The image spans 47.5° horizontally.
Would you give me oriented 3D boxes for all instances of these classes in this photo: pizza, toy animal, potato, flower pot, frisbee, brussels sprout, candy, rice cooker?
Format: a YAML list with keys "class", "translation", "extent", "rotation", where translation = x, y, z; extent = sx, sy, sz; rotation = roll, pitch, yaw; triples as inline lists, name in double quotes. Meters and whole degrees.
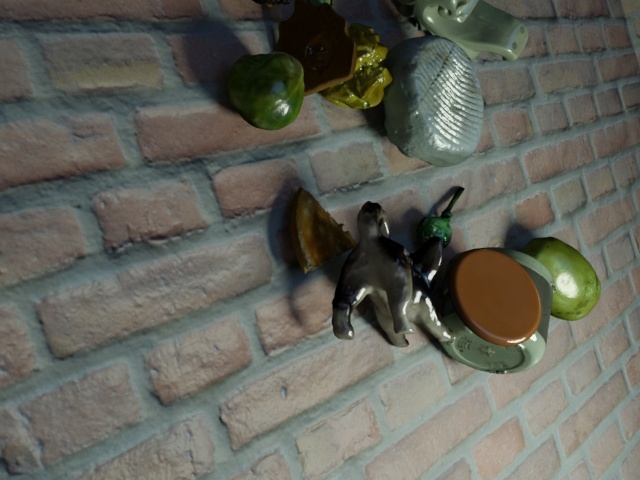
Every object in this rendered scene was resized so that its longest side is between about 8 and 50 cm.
- class: "pizza"
  translation: [0.000, 0.000, 1.618]
  extent: [0.193, 0.053, 0.201]
  rotation: [26, 50, -37]
- class: "toy animal"
  translation: [0.176, 0.080, 1.664]
  extent: [0.344, 0.194, 0.302]
  rotation: [21, 64, -59]
- class: "potato"
  translation: [0.727, 0.117, 2.218]
  extent: [0.304, 0.216, 0.216]
  rotation: [50, 49, -28]
- class: "flower pot"
  translation: [0.389, -0.632, 2.029]
  extent: [0.367, 0.254, 0.164]
  rotation: [36, 76, -36]
- class: "frisbee"
  translation: [0.412, 0.127, 1.707]
  extent: [0.251, 0.021, 0.250]
  rotation: [11, 58, -18]
- class: "brussels sprout"
  translation: [-0.110, -0.316, 1.536]
  extent: [0.161, 0.144, 0.181]
  rotation: [41, 58, 13]
- class: "candy"
  translation: [0.346, -0.074, 1.985]
  extent: [0.097, 0.097, 0.323]
  rotation: [59, 39, -16]
- class: "rice cooker"
  translation: [0.448, 0.174, 1.874]
  extent: [0.288, 0.288, 0.277]
  rotation: [42, 50, -30]

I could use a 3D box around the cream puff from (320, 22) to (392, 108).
- class: "cream puff"
  translation: [0.076, -0.417, 1.725]
  extent: [0.195, 0.195, 0.221]
  rotation: [-41, 106, -43]

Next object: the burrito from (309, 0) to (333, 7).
- class: "burrito"
  translation: [-0.003, -0.682, 1.797]
  extent: [0.104, 0.054, 0.288]
  rotation: [17, 68, -41]

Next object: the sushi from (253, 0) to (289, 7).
- class: "sushi"
  translation: [-0.165, -0.658, 1.531]
  extent: [0.234, 0.207, 0.348]
  rotation: [-42, 104, -30]

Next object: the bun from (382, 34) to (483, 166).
- class: "bun"
  translation: [0.278, -0.361, 1.896]
  extent: [0.354, 0.194, 0.354]
  rotation: [10, 76, -43]

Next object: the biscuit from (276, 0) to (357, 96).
- class: "biscuit"
  translation: [-0.015, -0.447, 1.648]
  extent: [0.034, 0.182, 0.215]
  rotation: [-6, 78, -76]
